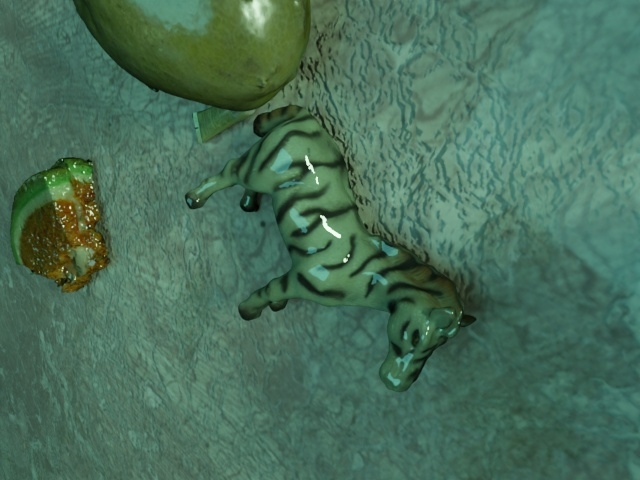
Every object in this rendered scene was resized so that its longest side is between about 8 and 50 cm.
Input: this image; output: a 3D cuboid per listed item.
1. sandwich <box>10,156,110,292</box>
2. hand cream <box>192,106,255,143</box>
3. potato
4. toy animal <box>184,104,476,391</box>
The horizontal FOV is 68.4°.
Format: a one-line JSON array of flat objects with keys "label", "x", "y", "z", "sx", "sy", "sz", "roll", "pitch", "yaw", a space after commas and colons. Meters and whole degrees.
[{"label": "sandwich", "x": -0.394, "y": -0.005, "z": 0.696, "sx": 0.235, "sy": 0.079, "sz": 0.159, "roll": -31, "pitch": 81, "yaw": 38}, {"label": "hand cream", "x": -0.097, "y": -0.127, "z": 0.474, "sx": 0.102, "sy": 0.022, "sz": 0.035, "roll": -9, "pitch": 95, "yaw": 45}, {"label": "potato", "x": -0.106, "y": -0.208, "z": 0.381, "sx": 0.235, "sy": 0.160, "sz": 0.178, "roll": 49, "pitch": 146, "yaw": 7}, {"label": "toy animal", "x": -0.008, "y": 0.014, "z": 0.399, "sx": 0.255, "sy": 0.089, "sz": 0.170, "roll": 51, "pitch": 121, "yaw": 14}]
